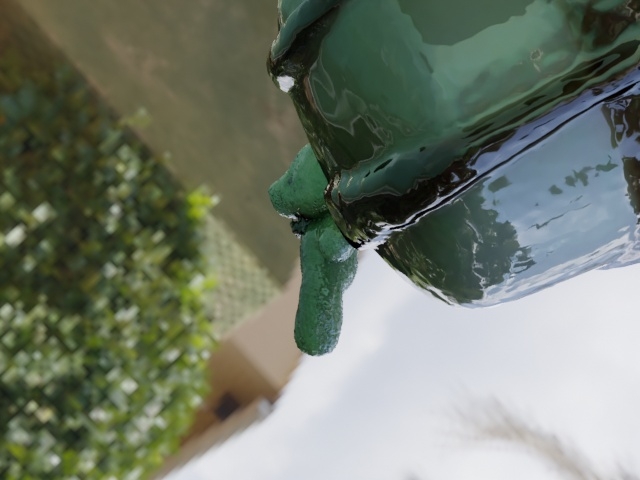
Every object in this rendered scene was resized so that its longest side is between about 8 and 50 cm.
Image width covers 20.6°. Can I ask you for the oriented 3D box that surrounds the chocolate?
[{"bbox_3d":[0.078,-0.083,0.979,0.186,0.284,0.283,-28,-167,-5],"label":"chocolate"}]

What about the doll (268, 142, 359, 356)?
[{"bbox_3d":[0.000,0.000,1.145,0.115,0.077,0.150,29,69,-85],"label":"doll"}]
